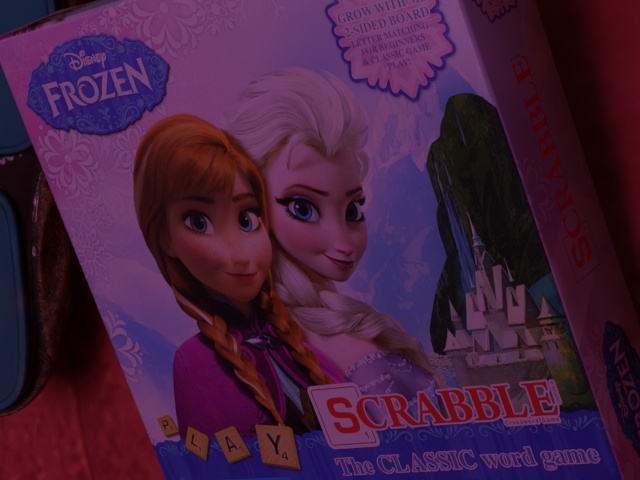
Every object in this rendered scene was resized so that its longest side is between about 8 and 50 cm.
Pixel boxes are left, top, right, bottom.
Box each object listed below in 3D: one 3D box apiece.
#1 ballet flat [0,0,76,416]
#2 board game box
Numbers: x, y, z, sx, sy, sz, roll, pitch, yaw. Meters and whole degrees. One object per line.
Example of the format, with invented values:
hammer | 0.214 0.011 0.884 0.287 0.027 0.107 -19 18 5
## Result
ballet flat | -0.207 -0.060 1.117 0.123 0.123 0.349 18 114 36
board game box | 0.000 0.000 0.940 0.318 0.066 0.318 -10 106 40
